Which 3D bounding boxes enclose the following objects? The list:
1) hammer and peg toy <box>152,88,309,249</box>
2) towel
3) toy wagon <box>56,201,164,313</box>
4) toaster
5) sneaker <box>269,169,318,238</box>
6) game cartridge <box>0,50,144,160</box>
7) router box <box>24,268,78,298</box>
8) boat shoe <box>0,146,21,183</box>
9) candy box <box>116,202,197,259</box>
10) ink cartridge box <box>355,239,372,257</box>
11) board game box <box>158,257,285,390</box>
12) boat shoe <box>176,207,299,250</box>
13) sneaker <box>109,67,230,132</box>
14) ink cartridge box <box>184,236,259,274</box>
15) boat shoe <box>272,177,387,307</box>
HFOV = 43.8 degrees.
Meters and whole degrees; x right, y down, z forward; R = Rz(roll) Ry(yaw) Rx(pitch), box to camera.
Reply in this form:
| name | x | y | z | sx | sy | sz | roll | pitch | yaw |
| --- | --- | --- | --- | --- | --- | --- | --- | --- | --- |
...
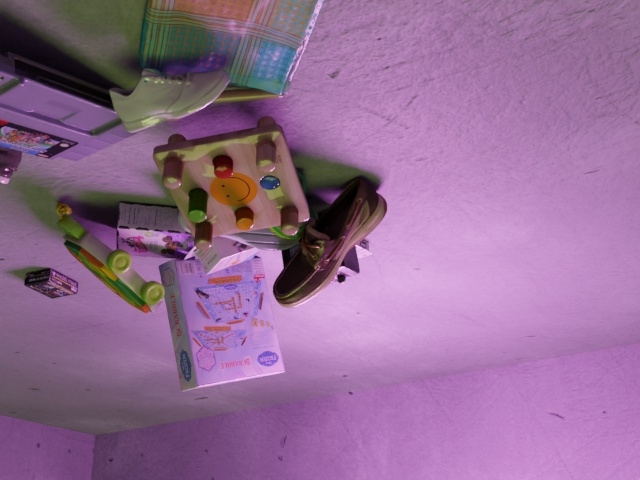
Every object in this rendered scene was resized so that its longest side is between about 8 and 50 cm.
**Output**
| name | x | y | z | sx | sy | sz | roll | pitch | yaw |
| --- | --- | --- | --- | --- | --- | --- | --- | --- | --- |
| hammer and peg toy | -0.174 | -0.143 | 1.525 | 0.265 | 0.127 | 0.361 | -9 | 138 | 7 |
| towel | -0.138 | -0.361 | 1.259 | 0.271 | 0.040 | 0.370 | 5 | 154 | -15 |
| toy wagon | -0.527 | 0.045 | 1.928 | 0.267 | 0.068 | 0.344 | 15 | 151 | 51 |
| toaster | -0.008 | 0.027 | 1.955 | 0.168 | 0.186 | 0.110 | -22 | 151 | 22 |
| sneaker | -0.076 | -0.087 | 1.766 | 0.123 | 0.110 | 0.295 | -10 | 154 | 27 |
| game cartridge | -0.507 | -0.227 | 1.423 | 0.230 | 0.068 | 0.355 | -22 | 160 | 29 |
| router box | -0.768 | 0.124 | 2.276 | 0.092 | 0.038 | 0.122 | -10 | 154 | 20 |
| boat shoe | -0.727 | -0.217 | 1.509 | 0.335 | 0.096 | 0.112 | 28 | 178 | -40 |
| candy box | -0.396 | -0.019 | 1.944 | 0.196 | 0.070 | 0.165 | 5 | 155 | -12 |
| ink cartridge box | 0.094 | 0.017 | 2.092 | 0.048 | 0.028 | 0.083 | -20 | 149 | 35 |
| board game box | -0.248 | 0.205 | 2.048 | 0.065 | 0.318 | 0.318 | -21 | 166 | 37 |
| boat shoe | -0.191 | -0.050 | 1.875 | 0.302 | 0.109 | 0.094 | 12 | -165 | -24 |
| sneaker | -0.260 | -0.257 | 1.350 | 0.212 | 0.080 | 0.094 | -19 | 121 | 14 |
| ink cartridge box | -0.233 | 0.026 | 1.967 | 0.181 | 0.062 | 0.104 | -20 | 167 | -35 |
| boat shoe | 0.000 | 0.000 | 1.803 | 0.342 | 0.123 | 0.123 | -45 | 135 | 3 |
